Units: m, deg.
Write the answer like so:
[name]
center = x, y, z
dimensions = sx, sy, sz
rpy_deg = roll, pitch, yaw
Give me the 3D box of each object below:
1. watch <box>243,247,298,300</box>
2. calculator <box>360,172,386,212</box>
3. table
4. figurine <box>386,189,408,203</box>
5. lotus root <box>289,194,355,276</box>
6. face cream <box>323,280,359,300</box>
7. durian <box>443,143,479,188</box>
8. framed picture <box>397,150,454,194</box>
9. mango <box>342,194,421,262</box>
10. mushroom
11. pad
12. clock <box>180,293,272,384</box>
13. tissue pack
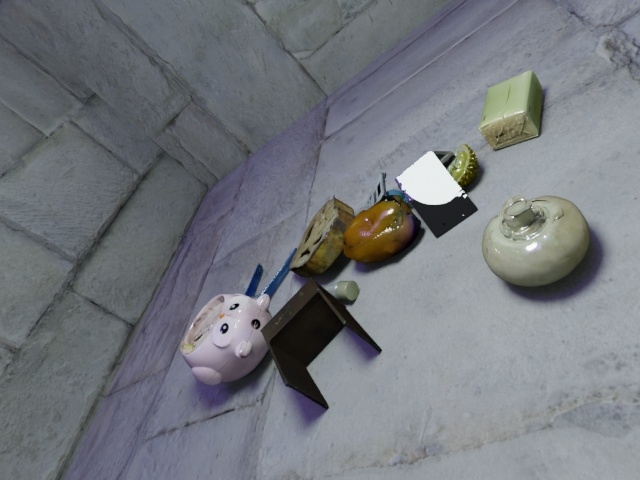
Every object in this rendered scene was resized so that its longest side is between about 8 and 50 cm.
[watch]
center = -0.226, 0.181, 1.905
dimensions = 0.276, 0.068, 0.274
rpy_deg = -24, 31, 37
[calculator]
center = 0.193, -0.122, 1.613
dimensions = 0.161, 0.021, 0.261
rpy_deg = -84, 14, -51
[table]
center = -0.005, 0.310, 1.301
dimensions = 0.250, 0.196, 0.282
rpy_deg = -46, 31, -1
[figurine]
center = 0.258, -0.124, 1.598
dimensions = 0.178, 0.114, 0.144
rpy_deg = -139, 69, -73
[lotus root]
center = 0.000, 0.000, 1.718
dimensions = 0.375, 0.111, 0.390
rpy_deg = -46, 18, 26
[face cream]
center = 0.031, 0.181, 1.518
dimensions = 0.224, 0.114, 0.070
rpy_deg = -7, 89, 47
[durian]
center = 0.466, -0.215, 1.433
dimensions = 0.208, 0.102, 0.146
rpy_deg = -57, 18, 35
[framed picture]
center = 0.381, -0.255, 1.559
dimensions = 0.209, 0.019, 0.281
rpy_deg = -43, 6, 10
[mango]
center = 0.204, -0.024, 1.465
dimensions = 0.287, 0.153, 0.201
rpy_deg = -30, 42, 32
[mushroom]
center = 0.504, -0.015, 1.009
dimensions = 0.246, 0.202, 0.246
rpy_deg = -30, 24, 15
[pad]
center = 0.377, -0.155, 1.398
dimensions = 0.159, 0.009, 0.265
rpy_deg = -38, 66, 17
[clock]
center = -0.325, 0.367, 1.599
dimensions = 0.377, 0.250, 0.368
rpy_deg = -27, 33, 43
[tissue pack]
center = 0.647, -0.440, 1.425
dimensions = 0.159, 0.125, 0.234
rpy_deg = -14, 43, 46
